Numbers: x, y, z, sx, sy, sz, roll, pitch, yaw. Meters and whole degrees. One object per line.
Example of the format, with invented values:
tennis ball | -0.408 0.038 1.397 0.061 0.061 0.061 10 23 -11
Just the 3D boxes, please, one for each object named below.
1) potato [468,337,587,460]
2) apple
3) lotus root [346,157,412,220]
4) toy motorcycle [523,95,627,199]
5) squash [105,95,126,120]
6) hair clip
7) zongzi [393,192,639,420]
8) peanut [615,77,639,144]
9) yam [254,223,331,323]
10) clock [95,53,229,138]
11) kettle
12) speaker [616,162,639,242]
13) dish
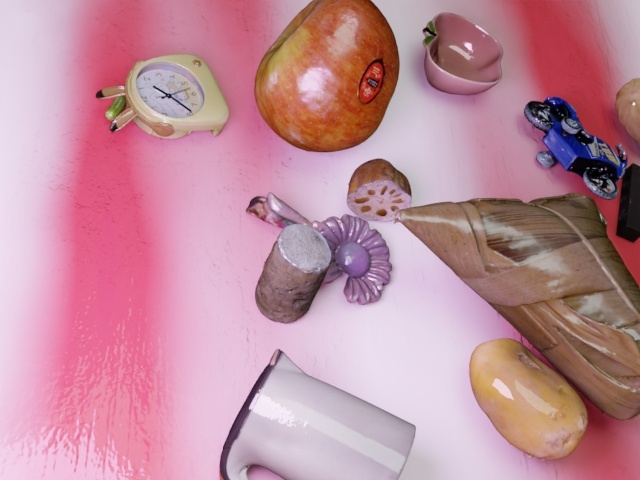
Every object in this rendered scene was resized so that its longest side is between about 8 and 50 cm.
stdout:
potato | 0.346 0.270 1.481 0.146 0.150 0.234 -47 66 1
apple | 0.025 -0.316 1.677 0.250 0.309 0.277 38 12 -17
lotus root | 0.109 -0.095 1.662 0.122 0.112 0.081 32 34 -36
toy motorcycle | 0.569 -0.205 1.898 0.169 0.113 0.315 -5 51 -34
squash | -0.385 -0.259 1.653 0.027 0.027 0.089 22 50 -4
hair clip | 0.000 -0.005 1.588 0.300 0.069 0.173 31 53 3
zongzi | 0.381 0.152 1.489 0.467 0.218 0.500 -4 58 -32
peanut | 0.802 -0.241 1.982 0.147 0.147 0.319 -32 75 -33
yam | -0.045 0.054 1.457 0.107 0.194 0.107 7 58 -12
clock | -0.301 -0.266 1.646 0.232 0.069 0.170 -13 68 -32
kettle | -0.014 0.325 1.319 0.255 0.165 0.240 27 81 0
speaker | 0.683 -0.083 1.894 0.046 0.040 0.191 25 53 -5
dish | 0.302 -0.403 1.947 0.213 0.090 0.213 10 56 -15
